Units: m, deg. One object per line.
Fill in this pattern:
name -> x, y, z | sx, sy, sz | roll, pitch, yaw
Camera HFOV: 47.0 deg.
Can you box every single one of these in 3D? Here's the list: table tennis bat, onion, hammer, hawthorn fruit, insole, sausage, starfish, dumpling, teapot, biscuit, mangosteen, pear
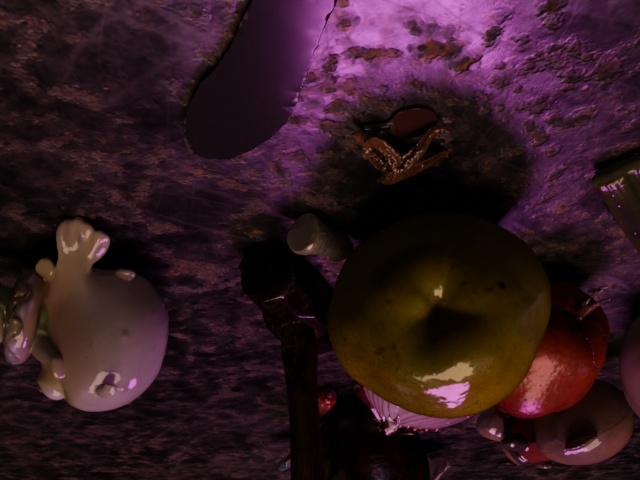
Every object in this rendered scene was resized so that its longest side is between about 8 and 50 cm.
table tennis bat -> 0.090, -0.131, 0.827 | 0.083, 0.007, 0.050 | -7, 149, 4
onion -> 0.172, 0.267, 1.372 | 0.227, 0.120, 0.283 | 23, 137, -8
hammer -> -0.030, 0.230, 1.041 | 0.095, 0.409, 0.242 | -12, 151, 16
hawthorn fruit -> 0.351, 0.149, 1.141 | 0.211, 0.211, 0.299 | 10, 137, -20
insole -> -0.065, -0.172, 0.740 | 0.110, 0.012, 0.309 | 10, 146, -19
sausage -> 0.006, 0.357, 1.594 | 0.048, 0.050, 0.145 | 39, 148, 10
starfish -> 0.092, -0.086, 0.861 | 0.133, 0.041, 0.130 | 0, 155, -12
dumpling -> 0.256, 0.624, 1.976 | 0.193, 0.147, 0.258 | -30, -177, -20
teapot -> 0.000, 0.000, 0.999 | 0.083, 0.057, 0.067 | 22, 178, -41
biscuit -> 0.459, -0.027, 1.003 | 0.099, 0.038, 0.322 | -24, 143, 26
mangosteen -> 0.086, 0.504, 1.612 | 0.300, 0.300, 0.300 | -2, 149, -1
pear -> 0.154, 0.095, 0.963 | 0.294, 0.294, 0.294 | -2, 149, -1

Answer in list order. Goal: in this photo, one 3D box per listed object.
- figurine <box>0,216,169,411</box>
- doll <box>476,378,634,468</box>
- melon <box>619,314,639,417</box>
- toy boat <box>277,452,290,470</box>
figurine -> -0.397, 0.079, 1.003 | 0.394, 0.226, 0.274 | 16, 112, -17
doll -> 0.471, 0.374, 1.471 | 0.235, 0.174, 0.330 | -22, 173, -33
melon -> 0.626, 0.221, 1.249 | 0.223, 0.223, 0.317 | -13, 144, 16
toy boat -> 0.030, 0.536, 1.867 | 0.276, 0.084, 0.111 | 4, 146, -18
